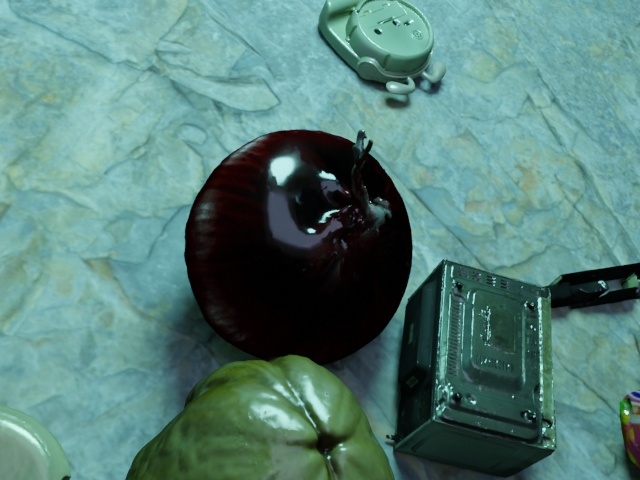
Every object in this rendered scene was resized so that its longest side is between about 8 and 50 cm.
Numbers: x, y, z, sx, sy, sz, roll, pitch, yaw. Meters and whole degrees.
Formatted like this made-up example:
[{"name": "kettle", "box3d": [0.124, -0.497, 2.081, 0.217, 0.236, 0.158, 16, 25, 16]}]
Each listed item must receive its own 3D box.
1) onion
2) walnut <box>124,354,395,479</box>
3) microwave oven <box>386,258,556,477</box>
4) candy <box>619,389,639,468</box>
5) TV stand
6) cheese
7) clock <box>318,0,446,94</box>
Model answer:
[{"name": "onion", "box3d": [0.000, 0.000, 0.855, 0.273, 0.285, 0.273, 11, 70, -34]}, {"name": "walnut", "box3d": [-0.054, 0.237, 0.684, 0.227, 0.283, 0.282, -2, 60, -34]}, {"name": "microwave oven", "box3d": [0.179, 0.144, 0.913, 0.163, 0.129, 0.205, 16, 55, -11]}, {"name": "candy", "box3d": [0.434, 0.348, 0.914, 0.124, 0.124, 0.365, 3, 68, -18]}, {"name": "TV stand", "box3d": [0.380, 0.064, 1.089, 0.249, 0.036, 0.042, -6, 64, -23]}, {"name": "cheese", "box3d": [-0.349, 0.200, 0.728, 0.227, 0.064, 0.137, 26, 53, -2]}, {"name": "clock", "box3d": [0.102, -0.305, 1.196, 0.151, 0.062, 0.191, -29, 74, -31]}]
